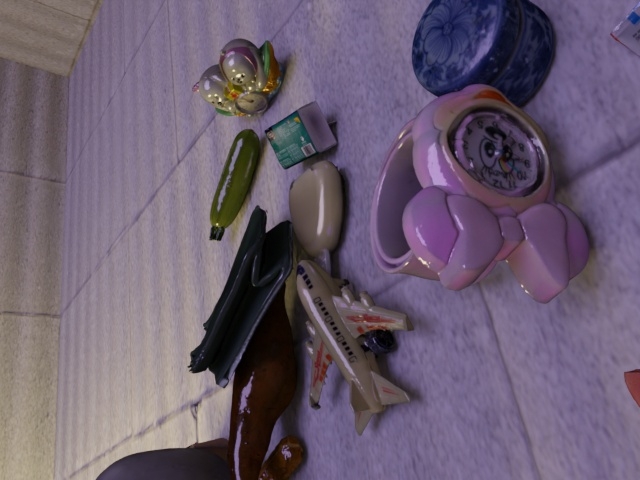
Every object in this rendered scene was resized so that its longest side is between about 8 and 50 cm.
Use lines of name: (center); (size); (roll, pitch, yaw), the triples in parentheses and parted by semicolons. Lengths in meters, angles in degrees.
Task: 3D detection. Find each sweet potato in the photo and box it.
sweet potato: (-0.095, 0.238, 0.972); (0.112, 0.112, 0.359); (-17, 59, 51)

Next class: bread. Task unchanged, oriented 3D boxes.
bread: (-0.076, 0.390, 0.962); (0.052, 0.044, 0.157); (53, 124, 39)

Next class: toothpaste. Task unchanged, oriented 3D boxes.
toothpaste: (0.346, -0.164, 0.543); (0.048, 0.031, 0.190); (-52, 41, 36)

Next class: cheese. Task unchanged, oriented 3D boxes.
cheese: (0.000, 0.000, 0.952); (0.127, 0.054, 0.252); (-32, 57, 50)

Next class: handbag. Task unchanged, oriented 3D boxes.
handbag: (-0.134, 0.087, 0.989); (0.260, 0.079, 0.247); (-60, 12, 14)

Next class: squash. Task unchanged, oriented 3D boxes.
squash: (-0.185, -0.117, 1.220); (0.066, 0.066, 0.252); (42, 114, 50)

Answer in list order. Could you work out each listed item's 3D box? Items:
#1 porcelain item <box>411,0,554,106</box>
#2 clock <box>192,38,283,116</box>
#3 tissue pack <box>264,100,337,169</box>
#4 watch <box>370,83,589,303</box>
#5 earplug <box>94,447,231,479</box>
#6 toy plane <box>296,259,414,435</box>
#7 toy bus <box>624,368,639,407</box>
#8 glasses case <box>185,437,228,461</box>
porcelain item: (0.192, -0.235, 0.697); (0.147, 0.114, 0.147); (-19, 66, 49)
clock: (-0.167, -0.334, 1.185); (0.231, 0.144, 0.103); (-34, 57, 43)
tissue pack: (-0.029, -0.189, 1.024); (0.111, 0.079, 0.085); (-17, 103, 52)
watch: (0.158, -0.028, 0.662); (0.217, 0.210, 0.249); (130, 146, -60)
earplug: (-0.255, 0.549, 0.936); (0.312, 0.312, 0.394); (-29, 59, 47)
toy plane: (0.034, 0.137, 0.825); (0.242, 0.104, 0.256); (-48, 50, 39)
toy bus: (0.327, 0.264, 0.319); (0.233, 0.203, 0.427); (-16, 71, 56)
glasses case: (-0.258, 0.482, 1.141); (0.070, 0.102, 0.194); (22, 100, 60)
